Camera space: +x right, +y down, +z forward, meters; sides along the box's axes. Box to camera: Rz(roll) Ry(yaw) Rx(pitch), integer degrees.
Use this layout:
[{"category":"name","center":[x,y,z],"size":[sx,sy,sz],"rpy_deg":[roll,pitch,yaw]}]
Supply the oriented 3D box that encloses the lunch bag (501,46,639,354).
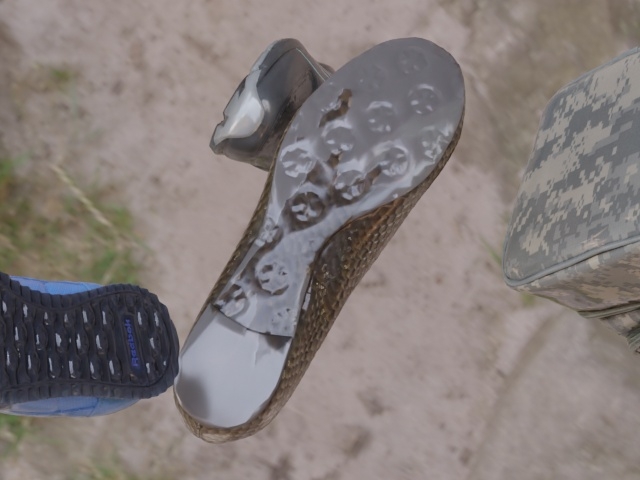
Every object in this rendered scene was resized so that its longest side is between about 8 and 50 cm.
[{"category":"lunch bag","center":[0.333,-0.022,1.435],"size":[0.305,0.256,0.213],"rpy_deg":[-27,43,63]}]

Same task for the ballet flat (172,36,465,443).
[{"category":"ballet flat","center":[0.000,0.000,0.937],"size":[0.084,0.058,0.250],"rpy_deg":[26,73,13]}]

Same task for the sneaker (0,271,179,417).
[{"category":"sneaker","center":[-0.154,0.047,0.768],"size":[0.082,0.209,0.069],"rpy_deg":[-15,73,31]}]

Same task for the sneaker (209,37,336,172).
[{"category":"sneaker","center":[-0.001,-0.089,1.343],"size":[0.106,0.267,0.101],"rpy_deg":[35,103,10]}]
